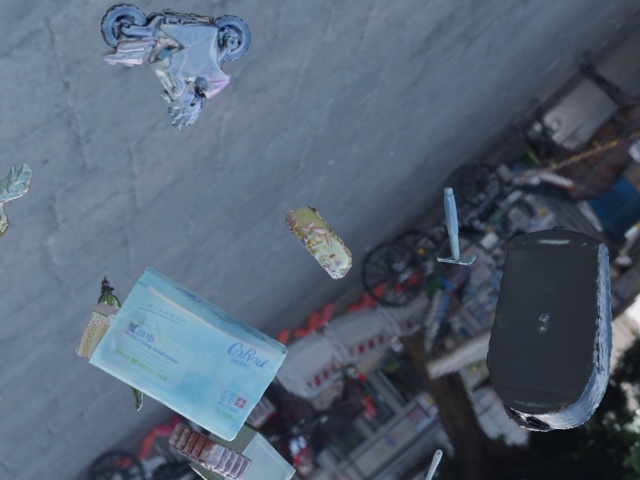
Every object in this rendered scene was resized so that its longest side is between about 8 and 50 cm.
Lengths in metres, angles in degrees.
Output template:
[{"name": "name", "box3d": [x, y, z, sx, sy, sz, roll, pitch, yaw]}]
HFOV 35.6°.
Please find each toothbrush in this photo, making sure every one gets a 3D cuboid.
[{"name": "toothbrush", "box3d": [0.138, 0.337, 1.336, 0.013, 0.011, 0.131, 86, 27, -51]}]

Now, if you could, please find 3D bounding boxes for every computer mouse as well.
[{"name": "computer mouse", "box3d": [0.339, 0.127, 1.435, 0.168, 0.295, 0.087, 4, 173, 40]}]

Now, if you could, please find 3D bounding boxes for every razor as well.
[{"name": "razor", "box3d": [0.235, -0.027, 1.764, 0.040, 0.135, 0.068, -13, -169, -33]}]

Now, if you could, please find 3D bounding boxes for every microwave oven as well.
[{"name": "microwave oven", "box3d": [-0.179, 0.513, 2.261, 0.163, 0.129, 0.205, -54, 139, -20]}]

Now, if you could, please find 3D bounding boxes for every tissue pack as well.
[{"name": "tissue pack", "box3d": [-0.207, 0.180, 1.565, 0.177, 0.263, 0.089, -58, -173, 6]}]

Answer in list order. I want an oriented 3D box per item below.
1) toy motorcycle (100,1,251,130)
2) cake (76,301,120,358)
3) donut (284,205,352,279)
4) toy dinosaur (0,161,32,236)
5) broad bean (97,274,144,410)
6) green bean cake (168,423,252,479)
[{"name": "toy motorcycle", "box3d": [-0.241, -0.276, 1.622, 0.108, 0.239, 0.204, -102, -158, -67]}, {"name": "cake", "box3d": [-0.445, 0.184, 1.995, 0.121, 0.052, 0.065, -63, 180, 22]}, {"name": "donut", "box3d": [0.000, 0.000, 1.959, 0.068, 0.174, 0.174, -42, 170, -1]}, {"name": "toy dinosaur", "box3d": [-0.642, -0.025, 1.659, 0.393, 0.205, 0.092, -49, -151, 31]}, {"name": "broad bean", "box3d": [-0.490, 0.251, 2.437, 0.061, 0.339, 0.077, -20, -178, -33]}, {"name": "green bean cake", "box3d": [-0.220, 0.422, 1.978, 0.135, 0.135, 0.056, 43, 70, -46]}]
